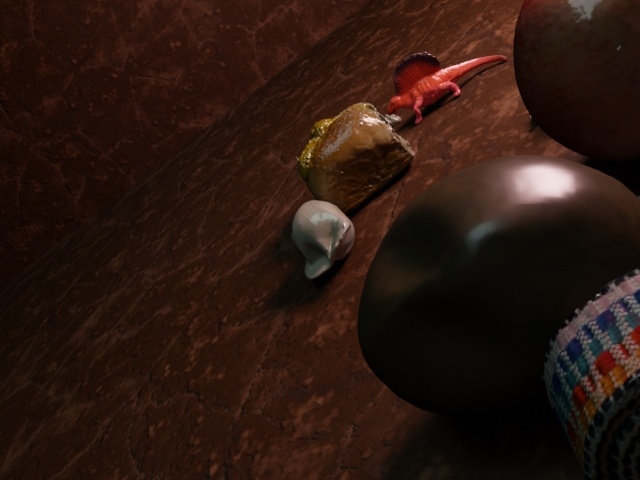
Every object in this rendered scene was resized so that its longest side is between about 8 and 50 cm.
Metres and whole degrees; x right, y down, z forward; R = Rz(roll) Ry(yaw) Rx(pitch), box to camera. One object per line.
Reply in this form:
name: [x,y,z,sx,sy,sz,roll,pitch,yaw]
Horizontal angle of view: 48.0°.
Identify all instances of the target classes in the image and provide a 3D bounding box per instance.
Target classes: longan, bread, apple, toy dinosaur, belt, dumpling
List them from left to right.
dumpling: [0.000,0.000,1.405,0.229,0.124,0.151,-119,43,-70]
bread: [0.067,-0.195,1.536,0.246,0.176,0.195,-38,27,5]
toy dinosaur: [0.260,-0.379,1.610,0.286,0.139,0.070,-32,27,18]
longan: [0.200,0.055,0.808,0.350,0.288,0.288,-42,21,28]
apple: [0.436,-0.279,0.986,0.345,0.344,0.269,-45,24,-9]
belt: [0.345,0.120,0.590,0.295,0.206,0.160,-26,24,13]

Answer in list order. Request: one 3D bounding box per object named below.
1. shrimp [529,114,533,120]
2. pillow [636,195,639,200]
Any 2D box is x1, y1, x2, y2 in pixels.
shrimp: [0.448,-0.285,1.305,0.190,0.042,0.101,-42,32,-5]
pillow: [0.410,-0.017,0.915,0.233,0.038,0.130,-36,24,11]
